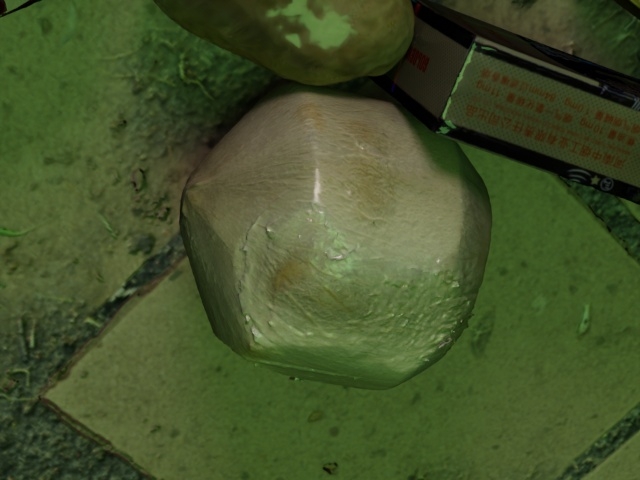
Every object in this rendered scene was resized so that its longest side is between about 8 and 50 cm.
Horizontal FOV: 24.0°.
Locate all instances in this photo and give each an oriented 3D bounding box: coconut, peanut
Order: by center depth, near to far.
[{"bbox_3d":[-0.031,-0.199,1.183,0.224,0.129,0.129,25,107,-19],"label":"peanut"},{"bbox_3d":[0.000,0.000,1.238,0.247,0.245,0.245,10,113,-17],"label":"coconut"}]

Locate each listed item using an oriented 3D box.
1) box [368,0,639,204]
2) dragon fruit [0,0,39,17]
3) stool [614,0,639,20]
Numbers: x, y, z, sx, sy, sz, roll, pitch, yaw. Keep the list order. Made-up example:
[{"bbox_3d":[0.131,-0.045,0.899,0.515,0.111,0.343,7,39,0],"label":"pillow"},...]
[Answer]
[{"bbox_3d":[0.210,-0.106,1.253,0.310,0.198,0.084,17,104,-20],"label":"box"},{"bbox_3d":[-0.261,-0.255,1.047,0.293,0.234,0.234,-36,119,6],"label":"dragon fruit"},{"bbox_3d":[0.285,-0.244,1.256,0.110,0.135,0.134,-50,161,9],"label":"stool"}]
